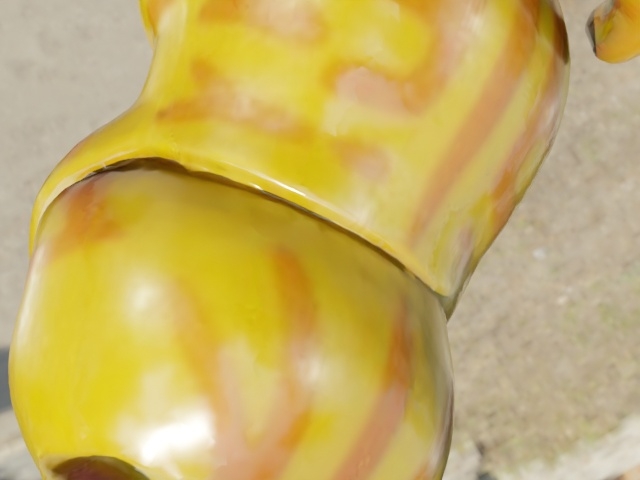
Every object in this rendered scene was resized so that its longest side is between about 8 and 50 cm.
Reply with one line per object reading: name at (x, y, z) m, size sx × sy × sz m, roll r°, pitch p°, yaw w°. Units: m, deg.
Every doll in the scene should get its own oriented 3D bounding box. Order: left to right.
doll at (-0.007, -0.009, 0.526) m, size 0.167 × 0.162 × 0.269 m, roll 35°, pitch 70°, yaw -34°
